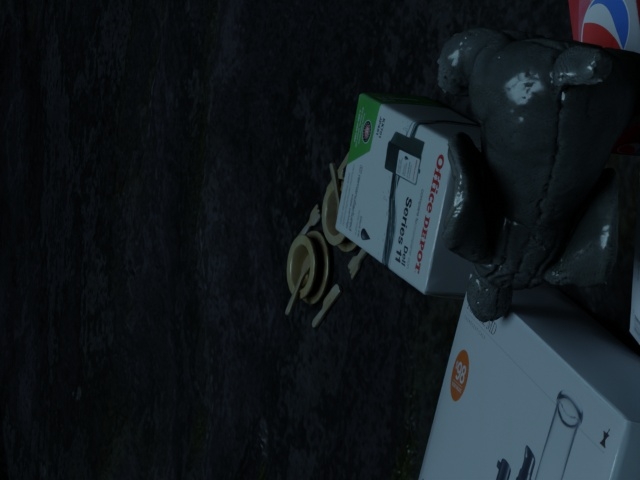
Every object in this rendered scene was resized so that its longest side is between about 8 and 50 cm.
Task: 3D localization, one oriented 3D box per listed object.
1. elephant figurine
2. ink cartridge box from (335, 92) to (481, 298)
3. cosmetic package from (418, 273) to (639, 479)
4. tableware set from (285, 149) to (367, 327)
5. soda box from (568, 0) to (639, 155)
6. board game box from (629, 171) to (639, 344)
[{"bbox_3d":[0.160,-0.032,1.252,0.169,0.186,0.239,17,102,37],"label":"elephant figurine"},{"bbox_3d":[0.105,-0.047,1.636,0.208,0.087,0.153,36,119,59],"label":"ink cartridge box"},{"bbox_3d":[0.179,0.214,1.344,0.377,0.098,0.284,-130,54,-72],"label":"cosmetic package"},{"bbox_3d":[0.000,0.000,1.902,0.194,0.039,0.128,-57,38,45],"label":"tableware set"},{"bbox_3d":[0.257,-0.204,1.350,0.092,0.084,0.263,-35,56,59],"label":"soda box"},{"bbox_3d":[0.288,0.002,1.171,0.193,0.053,0.305,-120,20,-49],"label":"board game box"}]
